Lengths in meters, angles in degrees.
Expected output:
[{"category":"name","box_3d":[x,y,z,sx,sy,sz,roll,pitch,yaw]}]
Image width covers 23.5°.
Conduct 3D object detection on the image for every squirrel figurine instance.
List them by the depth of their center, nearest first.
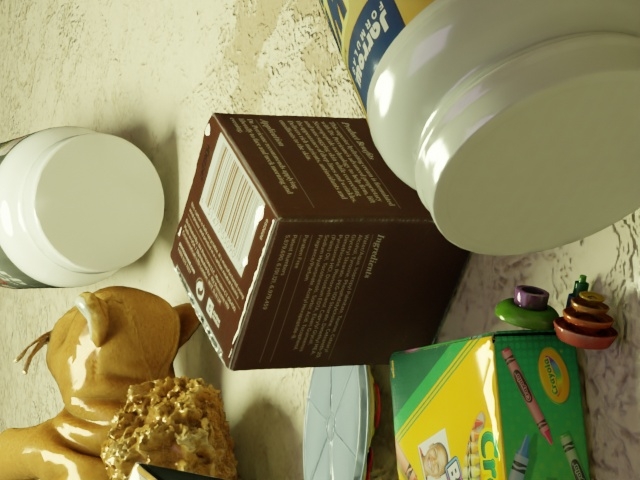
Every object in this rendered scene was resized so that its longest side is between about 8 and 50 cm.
[{"category":"squirrel figurine","box_3d":[-0.205,0.242,1.761,0.397,0.281,0.370,4,83,48]}]

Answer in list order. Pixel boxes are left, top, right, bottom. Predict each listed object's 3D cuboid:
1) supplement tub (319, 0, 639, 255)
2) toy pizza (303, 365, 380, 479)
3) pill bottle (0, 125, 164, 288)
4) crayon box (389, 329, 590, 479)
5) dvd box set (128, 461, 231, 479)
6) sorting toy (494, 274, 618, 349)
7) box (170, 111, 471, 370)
[{"category":"supplement tub","box_3d":[0.121,-0.170,1.117,0.228,0.228,0.316,-59,40,43]},{"category":"toy pizza","box_3d":[0.024,0.180,1.478,0.201,0.032,0.201,-174,90,-75]},{"category":"pill bottle","box_3d":[-0.352,-0.041,2.028,0.363,0.210,0.210,-5,85,62]},{"category":"crayon box","box_3d":[0.139,0.218,1.229,0.165,0.081,0.278,-21,72,62]},{"category":"dvd box set","box_3d":[-0.098,0.415,1.326,0.062,0.307,0.420,26,95,52]},{"category":"sorting toy","box_3d":[0.185,0.049,1.173,0.102,0.061,0.042,20,108,37]},{"category":"box","box_3d":[0.000,0.000,1.369,0.168,0.203,0.167,58,138,46]}]
